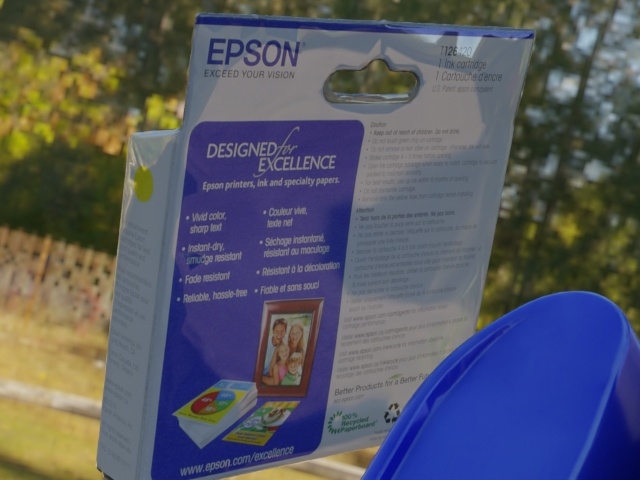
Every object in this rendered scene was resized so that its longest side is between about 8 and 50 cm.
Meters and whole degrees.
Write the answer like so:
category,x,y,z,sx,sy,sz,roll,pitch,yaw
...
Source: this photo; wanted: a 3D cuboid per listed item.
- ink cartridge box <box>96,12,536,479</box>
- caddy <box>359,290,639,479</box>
category,x,y,z,sx,sy,sz,roll,pitch,yaw
ink cartridge box,0.000,0.000,1.035,0.303,0.307,0.072,-4,17,-42
caddy,0.133,0.173,0.633,0.241,0.341,0.179,-1,-53,36
